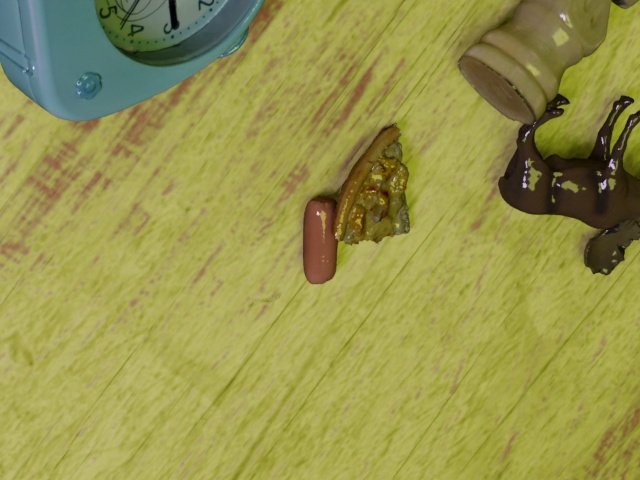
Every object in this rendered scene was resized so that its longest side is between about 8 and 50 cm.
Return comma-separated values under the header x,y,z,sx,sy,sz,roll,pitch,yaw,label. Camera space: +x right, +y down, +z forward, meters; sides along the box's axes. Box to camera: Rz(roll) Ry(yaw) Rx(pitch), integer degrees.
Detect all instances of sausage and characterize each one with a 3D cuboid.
x,y,z,sx,sy,sz,roll,pitch,yaw,label
0.000,0.000,1.665,0.034,0.034,0.083,-5,114,-19,sausage

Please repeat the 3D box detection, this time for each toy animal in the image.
x,y,z,sx,sy,sz,roll,pitch,yaw,label
0.268,-0.044,1.726,0.214,0.094,0.186,2,108,-14,toy animal

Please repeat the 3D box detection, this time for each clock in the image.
x,y,z,sx,sy,sz,roll,pitch,yaw,label
-0.134,-0.232,1.444,0.274,0.094,0.223,-26,133,-32,clock

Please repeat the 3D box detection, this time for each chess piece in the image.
x,y,z,sx,sy,sz,roll,pitch,yaw,label
0.222,-0.205,1.641,0.200,0.090,0.090,-48,121,-9,chess piece

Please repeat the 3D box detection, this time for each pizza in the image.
x,y,z,sx,sy,sz,roll,pitch,yaw,label
0.062,-0.038,1.667,0.108,0.026,0.123,38,77,-46,pizza
